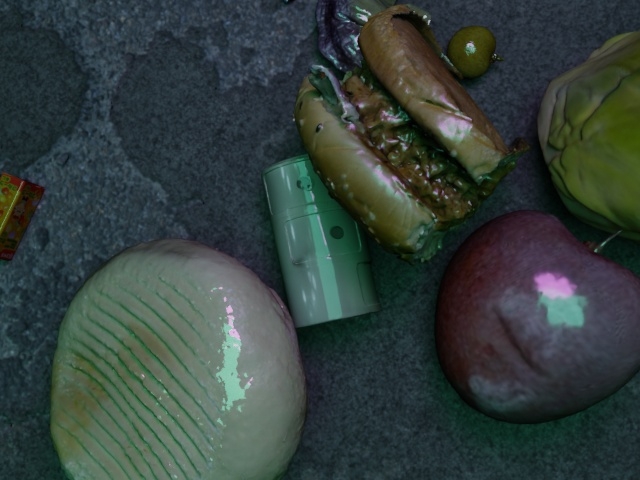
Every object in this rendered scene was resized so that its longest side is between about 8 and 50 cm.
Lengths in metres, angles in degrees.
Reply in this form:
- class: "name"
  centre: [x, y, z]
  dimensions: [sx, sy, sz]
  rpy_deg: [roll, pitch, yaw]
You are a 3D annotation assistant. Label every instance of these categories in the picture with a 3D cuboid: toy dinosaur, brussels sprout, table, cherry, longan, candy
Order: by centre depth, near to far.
- class: "brussels sprout"
  centre: [0.452, -0.129, 0.816]
  dimensions: [0.344, 0.344, 0.268]
  rpy_deg: [-32, 117, -1]
- class: "cherry"
  centre: [0.267, 0.100, 0.832]
  dimensions: [0.261, 0.221, 0.307]
  rpy_deg: [43, 111, 26]
- class: "table"
  centre: [0.000, 0.000, 0.896]
  dimensions: [0.127, 0.126, 0.219]
  rpy_deg: [-11, 85, 1]
- class: "longan"
  centre: [0.223, -0.269, 0.942]
  dimensions: [0.083, 0.075, 0.075]
  rpy_deg: [19, 85, 1]
- class: "toy dinosaur"
  centre: [0.071, -0.299, 0.947]
  dimensions: [0.162, 0.077, 0.293]
  rpy_deg: [6, 86, -4]
- class: "candy"
  centre: [-0.453, -0.034, 0.948]
  dimensions: [0.038, 0.062, 0.121]
  rpy_deg: [23, 86, 6]

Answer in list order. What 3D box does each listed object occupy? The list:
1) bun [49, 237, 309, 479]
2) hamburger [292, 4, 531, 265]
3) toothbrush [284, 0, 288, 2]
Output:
- class: "bun"
  centre: [-0.167, 0.178, 0.833]
  dimensions: [0.365, 0.219, 0.364]
  rpy_deg: [-2, 85, 27]
- class: "hamburger"
  centre: [0.111, -0.137, 0.806]
  dimensions: [0.195, 0.318, 0.276]
  rpy_deg: [-44, 79, 23]
- class: "toothbrush"
  centre: [0.045, -0.539, 0.993]
  dimensions: [0.035, 0.042, 0.413]
  rpy_deg: [28, 88, 4]
